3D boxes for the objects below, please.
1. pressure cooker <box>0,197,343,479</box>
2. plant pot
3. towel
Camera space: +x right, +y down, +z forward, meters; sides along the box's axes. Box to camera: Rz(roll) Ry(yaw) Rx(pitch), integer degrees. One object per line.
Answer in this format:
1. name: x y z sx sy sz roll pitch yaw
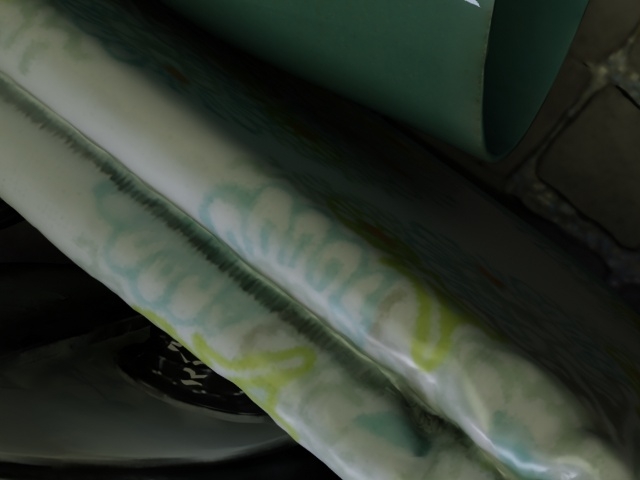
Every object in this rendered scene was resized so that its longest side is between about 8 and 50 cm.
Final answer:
1. pressure cooker: -0.167 0.169 0.744 0.375 0.370 0.420 6 102 -21
2. plant pot: 0.012 -0.208 0.663 0.235 0.293 0.293 20 115 13
3. towel: 0.000 0.000 0.690 0.374 0.320 0.090 37 103 13
